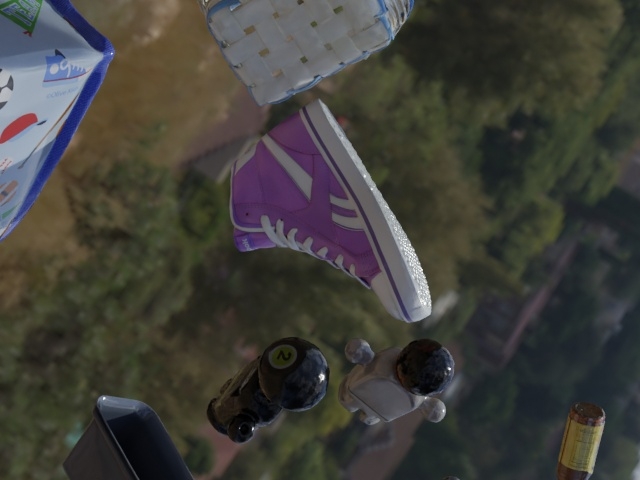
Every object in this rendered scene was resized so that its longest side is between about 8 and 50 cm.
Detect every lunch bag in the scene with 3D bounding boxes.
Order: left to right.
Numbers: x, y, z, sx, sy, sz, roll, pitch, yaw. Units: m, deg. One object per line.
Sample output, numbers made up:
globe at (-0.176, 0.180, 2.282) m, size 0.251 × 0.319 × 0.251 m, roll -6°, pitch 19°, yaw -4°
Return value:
lunch bag at (-0.439, -0.097, 1.584) m, size 0.328 × 0.239 × 0.385 m, roll -16°, pitch 149°, yaw -42°

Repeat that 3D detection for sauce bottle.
sauce bottle at (0.284, 0.243, 1.815) m, size 0.042 × 0.042 × 0.128 m, roll -35°, pitch 140°, yaw -58°

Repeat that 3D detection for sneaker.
sneaker at (0.000, 0.000, 1.717) m, size 0.161 × 0.282 × 0.102 m, roll -33°, pitch 147°, yaw 4°

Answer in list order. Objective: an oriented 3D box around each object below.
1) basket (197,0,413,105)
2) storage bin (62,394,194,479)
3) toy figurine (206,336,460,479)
basket at (-0.015, -0.296, 1.919) m, size 0.255 × 0.201 × 0.289 m, roll -27°, pitch -162°, yaw 12°
storage bin at (-0.196, 0.239, 1.663) m, size 0.098 × 0.135 × 0.091 m, roll 15°, pitch 123°, yaw -49°
toy figurine at (0.027, 0.180, 1.341) m, size 0.209 × 0.213 × 0.148 m, roll -1°, pitch 161°, yaw -29°
